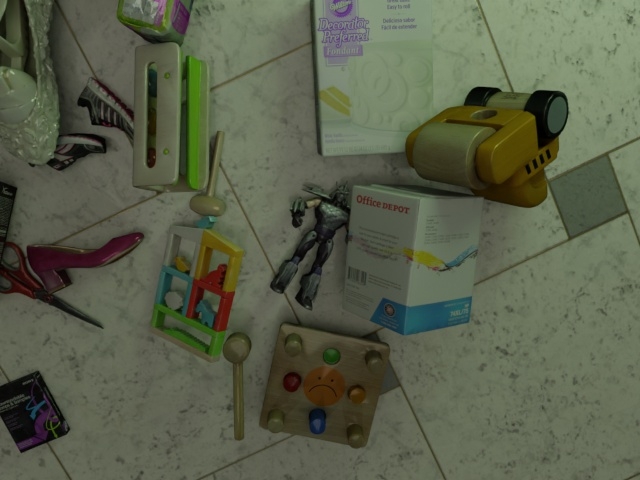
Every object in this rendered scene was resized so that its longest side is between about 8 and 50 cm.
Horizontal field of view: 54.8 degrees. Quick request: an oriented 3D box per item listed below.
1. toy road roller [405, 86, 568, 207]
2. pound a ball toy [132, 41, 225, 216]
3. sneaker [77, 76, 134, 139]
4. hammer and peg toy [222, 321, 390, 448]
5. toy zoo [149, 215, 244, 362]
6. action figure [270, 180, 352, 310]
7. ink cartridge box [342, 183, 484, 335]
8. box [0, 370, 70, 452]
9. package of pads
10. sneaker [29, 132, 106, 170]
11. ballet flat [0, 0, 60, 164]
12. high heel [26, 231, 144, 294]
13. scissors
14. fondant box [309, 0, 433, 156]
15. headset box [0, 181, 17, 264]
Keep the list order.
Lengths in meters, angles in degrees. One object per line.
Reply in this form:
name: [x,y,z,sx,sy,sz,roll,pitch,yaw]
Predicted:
toy road roller: [0.351,-0.158,1.253,0.329,0.202,0.240,-33,123,-30]
pound a ball toy: [-0.296,-0.212,1.265,0.136,0.208,0.319,0,89,19]
sneaker: [-0.434,-0.254,1.281,0.075,0.063,0.170,-44,98,7]
hammer and peg toy: [-0.046,0.320,1.388,0.361,0.127,0.266,11,100,-3]
toy zoo: [-0.265,0.090,1.321,0.192,0.030,0.293,20,101,29]
action figure: [0.000,0.000,1.346,0.185,0.099,0.285,26,95,-4]
ink cartridge box: [0.188,0.028,1.278,0.197,0.198,0.270,-4,104,-37]
box: [-0.661,0.389,1.402,0.116,0.029,0.162,-23,100,0]
package of pads: [-0.283,-0.523,1.154,0.101,0.229,0.296,15,99,-7]
sneaker: [-0.531,-0.184,1.289,0.178,0.072,0.077,3,106,7]
ballet flat: [-0.594,-0.352,1.183,0.147,0.147,0.408,-2,92,-4]
high heel: [-0.505,0.012,1.326,0.244,0.082,0.117,-27,92,6]
scissors: [-0.622,0.125,1.362,0.109,0.021,0.297,-44,102,2]
fondant box: [0.107,-0.345,1.287,0.238,0.096,0.330,-4,100,-4]
headset box: [-0.770,0.007,1.247,0.218,0.110,0.293,10,86,-6]
